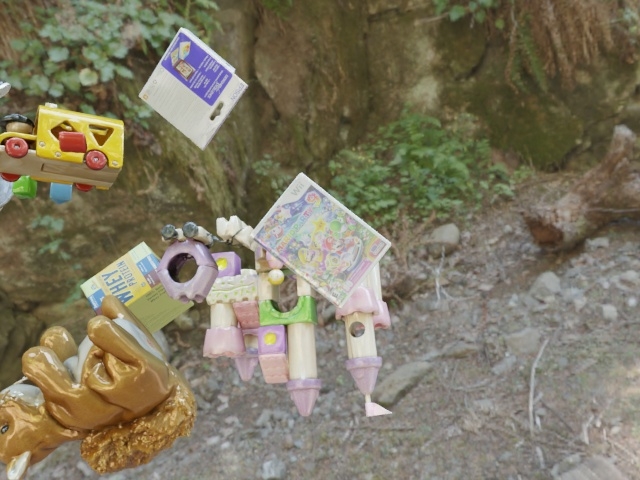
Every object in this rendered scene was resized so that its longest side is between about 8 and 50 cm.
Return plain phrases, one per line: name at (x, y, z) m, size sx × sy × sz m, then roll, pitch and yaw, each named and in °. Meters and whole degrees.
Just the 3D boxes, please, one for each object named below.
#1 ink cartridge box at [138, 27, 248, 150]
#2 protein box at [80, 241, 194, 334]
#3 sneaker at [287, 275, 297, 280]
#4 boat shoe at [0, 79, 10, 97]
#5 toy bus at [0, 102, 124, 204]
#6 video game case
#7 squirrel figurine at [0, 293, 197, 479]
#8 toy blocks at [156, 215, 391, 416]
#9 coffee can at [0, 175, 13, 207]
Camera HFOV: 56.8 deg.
ink cartridge box at (-0.302, -0.360, 1.426) m, size 0.206 × 0.208 × 0.045 m, roll -48°, pitch 2°, yaw 23°
protein box at (-0.484, 0.147, 1.585) m, size 0.200 × 0.201 × 0.136 m, roll -36°, pitch 64°, yaw -8°
sneaker at (-0.012, 0.071, 1.532) m, size 0.236 × 0.104 × 0.095 m, roll 9°, pitch 60°, yaw 25°
boat shoe at (-0.802, -0.356, 1.422) m, size 0.046 × 0.038 × 0.125 m, roll -51°, pitch 8°, yaw 42°
toy bus at (-0.382, -0.140, 0.842) m, size 0.191 × 0.104 × 0.202 m, roll -8°, pitch -18°, yaw 12°
video game case at (0.000, 0.000, 0.618) m, size 0.087 × 0.122 × 0.011 m, roll -51°, pitch -2°, yaw -4°
squirrel figurine at (-0.489, 0.370, 1.272) m, size 0.370 × 0.397 × 0.281 m, roll -41°, pitch 21°, yaw -9°
toy blocks at (-0.051, 0.131, 0.877) m, size 0.288 × 0.260 × 0.309 m, roll -6°, pitch -18°, yaw 11°
coffee can at (-0.767, -0.069, 1.187) m, size 0.275 × 0.201 × 0.201 m, roll -37°, pitch 11°, yaw 32°
